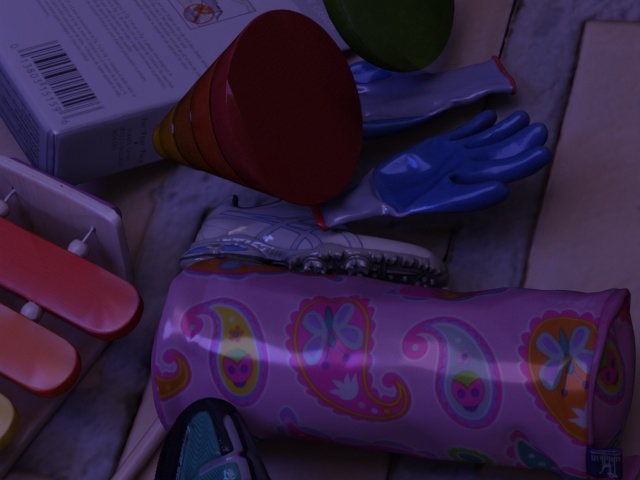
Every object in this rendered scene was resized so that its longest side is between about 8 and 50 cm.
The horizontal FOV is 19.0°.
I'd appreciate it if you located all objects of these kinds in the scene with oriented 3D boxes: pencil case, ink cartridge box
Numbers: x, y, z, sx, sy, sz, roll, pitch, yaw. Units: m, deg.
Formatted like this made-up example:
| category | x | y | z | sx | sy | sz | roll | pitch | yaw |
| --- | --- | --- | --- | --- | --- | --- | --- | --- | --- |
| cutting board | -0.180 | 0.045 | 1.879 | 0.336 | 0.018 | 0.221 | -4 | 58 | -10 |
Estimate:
| category | x | y | z | sx | sy | sz | roll | pitch | yaw |
| --- | --- | --- | --- | --- | --- | --- | --- | --- | --- |
| pencil case | 0.046 | 0.078 | 1.120 | 0.284 | 0.124 | 0.124 | 5 | 59 | 18 |
| ink cartridge box | -0.141 | -0.171 | 1.378 | 0.239 | 0.060 | 0.275 | -17 | 50 | -25 |

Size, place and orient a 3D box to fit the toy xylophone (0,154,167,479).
| category | x | y | z | sx | sy | sz | roll | pitch | yaw |
| --- | --- | --- | --- | --- | --- | --- | --- | --- | --- |
| toy xylophone | -0.220 | 0.103 | 1.200 | 0.236 | 0.081 | 0.323 | 17 | 64 | 25 |

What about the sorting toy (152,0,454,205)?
| category | x | y | z | sx | sy | sz | roll | pitch | yaw |
| --- | --- | --- | --- | --- | --- | --- | --- | --- | --- |
| sorting toy | -0.004 | -0.150 | 1.275 | 0.126 | 0.127 | 0.365 | -11 | 32 | 40 |

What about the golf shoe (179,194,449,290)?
| category | x | y | z | sx | sy | sz | roll | pitch | yaw |
| --- | --- | --- | --- | --- | --- | --- | --- | --- | --- |
| golf shoe | 0.000 | 0.000 | 1.217 | 0.176 | 0.069 | 0.086 | 4 | 52 | 18 |

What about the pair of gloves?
| category | x | y | z | sx | sy | sz | roll | pitch | yaw |
| --- | --- | --- | --- | --- | --- | --- | --- | --- | --- |
| pair of gloves | 0.059 | -0.071 | 1.238 | 0.159 | 0.023 | 0.198 | -14 | 34 | -1 |

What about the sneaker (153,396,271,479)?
| category | x | y | z | sx | sy | sz | roll | pitch | yaw |
| --- | --- | --- | --- | --- | --- | --- | --- | --- | --- |
| sneaker | -0.029 | 0.198 | 1.069 | 0.083 | 0.098 | 0.224 | -34 | 58 | 40 |
